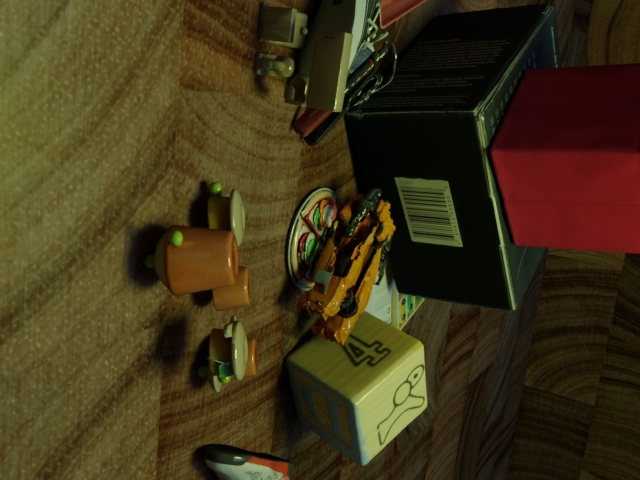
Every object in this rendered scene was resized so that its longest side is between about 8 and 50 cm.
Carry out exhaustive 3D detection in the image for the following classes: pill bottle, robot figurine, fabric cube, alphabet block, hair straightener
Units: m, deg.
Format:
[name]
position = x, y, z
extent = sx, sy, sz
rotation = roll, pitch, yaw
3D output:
[pill bottle]
position = 0.059, -0.327, 1.314
extent = 0.067, 0.067, 0.120
rotation = 40, 67, -59
[robot figurine]
position = 0.059, 0.039, 1.383
extent = 0.291, 0.085, 0.211
rotation = -64, 152, -25
[fabric cube]
position = 0.497, -0.151, 1.343
extent = 0.254, 0.258, 0.259
rotation = -60, 140, -34
[alphabet block]
position = 0.075, 0.281, 1.425
extent = 0.197, 0.193, 0.192
rotation = -33, 133, -32
[hair straightener]
position = 0.052, -0.254, 1.266
extent = 0.230, 0.047, 0.089
rotation = -49, 149, -1

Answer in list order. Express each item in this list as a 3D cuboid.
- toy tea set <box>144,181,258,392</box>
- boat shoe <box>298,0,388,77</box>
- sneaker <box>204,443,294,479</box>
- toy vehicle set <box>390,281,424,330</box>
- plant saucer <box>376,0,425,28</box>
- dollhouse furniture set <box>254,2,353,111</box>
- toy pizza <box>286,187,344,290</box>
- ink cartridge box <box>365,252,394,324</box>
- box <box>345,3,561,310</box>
[toy tea set]
position = -0.171, 0.093, 1.066
extent = 0.200, 0.124, 0.335
rotation = -87, 174, -68
[boat shoe]
position = 0.050, -0.368, 1.233
extent = 0.105, 0.113, 0.306
rotation = 28, 67, -46
[sneaker]
position = -0.134, 0.443, 1.265
extent = 0.270, 0.090, 0.144
rotation = 45, 60, -61
[toy vehicle set]
position = 0.210, 0.077, 1.798
extent = 0.166, 0.035, 0.266
rotation = -43, 138, -47
[plant saucer]
position = 0.148, -0.571, 1.396
extent = 0.259, 0.048, 0.258
rotation = -45, 139, -46
[dollhouse furniture set]
position = -0.005, -0.281, 1.129
extent = 0.123, 0.151, 0.144
rotation = -15, 117, -59
[toy pizza]
position = 0.000, 0.000, 1.383
extent = 0.201, 0.032, 0.201
rotation = -34, 131, -52
[ink cartridge box]
position = 0.102, 0.114, 1.604
extent = 0.223, 0.045, 0.223
rotation = -24, 123, -56
[box]
position = 0.336, -0.188, 1.586
extent = 0.471, 0.298, 0.479
rotation = -50, 134, -38
